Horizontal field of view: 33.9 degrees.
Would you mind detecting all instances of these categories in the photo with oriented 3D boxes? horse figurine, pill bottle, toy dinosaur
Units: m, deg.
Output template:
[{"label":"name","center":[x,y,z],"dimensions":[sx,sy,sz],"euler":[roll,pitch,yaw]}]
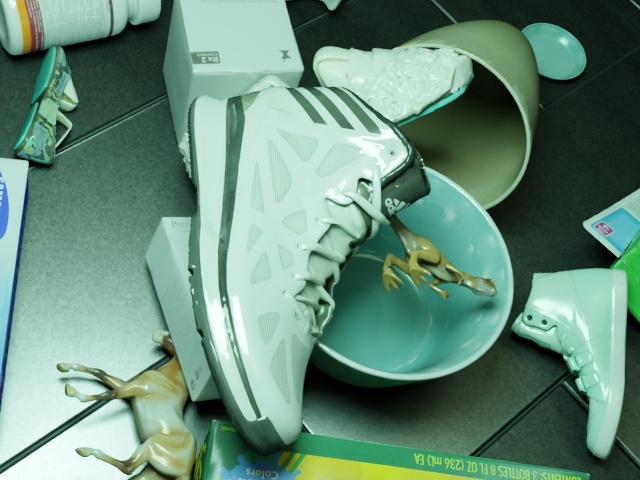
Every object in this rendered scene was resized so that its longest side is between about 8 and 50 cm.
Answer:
[{"label":"horse figurine","center":[-0.207,0.218,1.218],"dimensions":[0.175,0.066,0.263],"euler":[4,46,-27]},{"label":"pill bottle","center":[-0.350,-0.343,1.495],"dimensions":[0.221,0.121,0.121],"euler":[-18,66,-24]},{"label":"toy dinosaur","center":[0.114,0.011,1.260],"dimensions":[0.211,0.064,0.112],"euler":[44,41,2]}]

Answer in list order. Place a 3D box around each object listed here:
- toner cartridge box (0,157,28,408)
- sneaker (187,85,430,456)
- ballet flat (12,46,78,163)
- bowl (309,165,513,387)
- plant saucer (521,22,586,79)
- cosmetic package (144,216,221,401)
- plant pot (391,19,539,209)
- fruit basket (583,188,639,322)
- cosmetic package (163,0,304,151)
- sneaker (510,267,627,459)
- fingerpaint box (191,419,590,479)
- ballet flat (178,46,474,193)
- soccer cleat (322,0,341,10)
[{"label":"toner cartridge box","center":[-0.451,0.057,1.255],"dimensions":[0.165,0.075,0.347],"euler":[5,58,-13]},{"label":"sneaker","center":[0.000,-0.001,1.138],"dimensions":[0.258,0.169,0.447],"euler":[-12,59,7]},{"label":"ballet flat","center":[-0.368,-0.181,1.437],"dimensions":[0.070,0.070,0.188],"euler":[14,59,-7]},{"label":"bowl","center":[0.071,0.064,1.338],"dimensions":[0.312,0.163,0.311],"euler":[7,58,-11]},{"label":"plant saucer","center":[0.378,-0.306,1.727],"dimensions":[0.119,0.021,0.119],"euler":[7,58,-12]},{"label":"cosmetic package","center":[-0.126,0.079,1.292],"dimensions":[0.117,0.085,0.231],"euler":[-1,51,-32]},{"label":"plant pot","center":[0.214,-0.211,1.516],"dimensions":[0.256,0.256,0.274],"euler":[34,40,6]},{"label":"fruit basket","center":[0.591,0.027,1.503],"dimensions":[0.353,0.165,0.327],"euler":[-27,70,-31]},{"label":"cosmetic package","center":[-0.126,-0.236,1.453],"dimensions":[0.151,0.183,0.151],"euler":[-5,61,-18]},{"label":"sneaker","center":[0.331,0.162,1.407],"dimensions":[0.151,0.094,0.255],"euler":[1,72,14]},{"label":"fingerpaint box","center":[0.069,0.417,1.124],"dimensions":[0.445,0.163,0.371],"euler":[10,57,-9]},{"label":"ballet flat","center":[-0.010,-0.165,1.343],"dimensions":[0.409,0.147,0.147],"euler":[-25,61,19]},{"label":"soccer cleat","center":[-0.108,-0.440,1.621],"dimensions":[0.331,0.116,0.143],"euler":[7,58,-11]}]
